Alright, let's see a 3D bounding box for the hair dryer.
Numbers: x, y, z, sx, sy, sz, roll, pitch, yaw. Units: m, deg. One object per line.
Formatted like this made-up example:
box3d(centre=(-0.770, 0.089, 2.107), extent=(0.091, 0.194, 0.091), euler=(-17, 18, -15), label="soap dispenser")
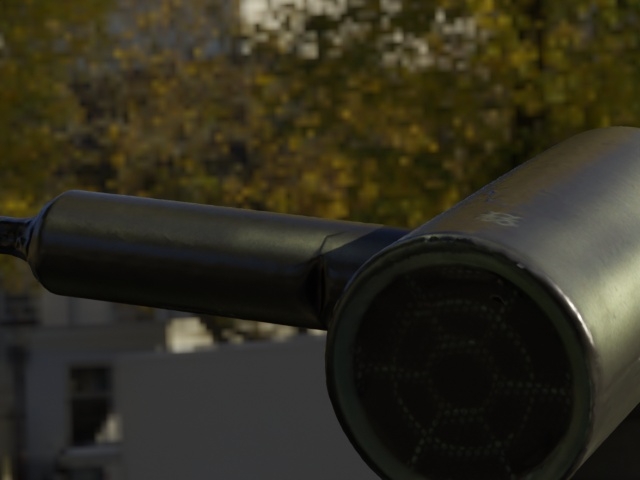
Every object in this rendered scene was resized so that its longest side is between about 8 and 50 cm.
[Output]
box3d(centre=(0.000, 0.000, 0.627), extent=(0.248, 0.078, 0.195), euler=(9, 18, 24), label="hair dryer")
